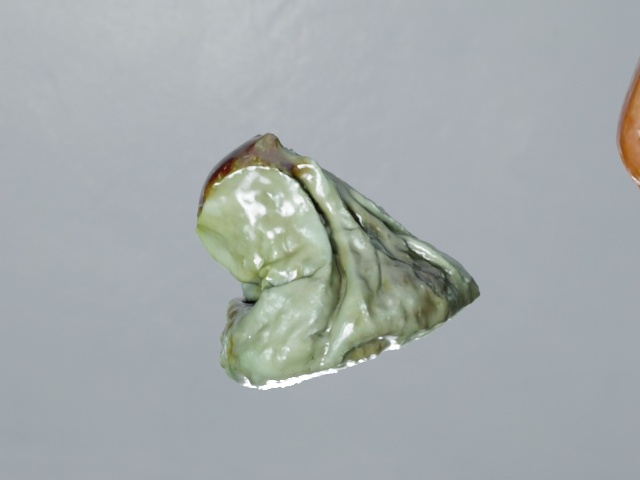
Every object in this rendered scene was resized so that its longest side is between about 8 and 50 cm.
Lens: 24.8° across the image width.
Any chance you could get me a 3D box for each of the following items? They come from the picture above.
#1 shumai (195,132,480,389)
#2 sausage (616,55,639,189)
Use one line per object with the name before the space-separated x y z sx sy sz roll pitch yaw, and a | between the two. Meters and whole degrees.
shumai | 0.000 0.000 1.592 0.304 0.263 0.309 -22 -177 -15
sausage | 0.307 -0.191 1.073 0.094 0.348 0.097 35 -152 25
